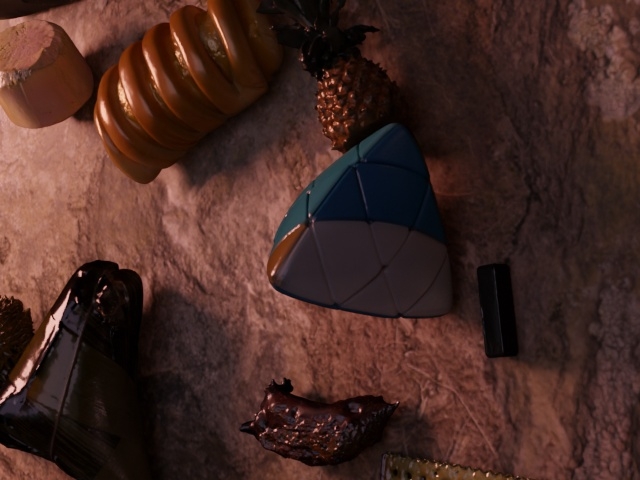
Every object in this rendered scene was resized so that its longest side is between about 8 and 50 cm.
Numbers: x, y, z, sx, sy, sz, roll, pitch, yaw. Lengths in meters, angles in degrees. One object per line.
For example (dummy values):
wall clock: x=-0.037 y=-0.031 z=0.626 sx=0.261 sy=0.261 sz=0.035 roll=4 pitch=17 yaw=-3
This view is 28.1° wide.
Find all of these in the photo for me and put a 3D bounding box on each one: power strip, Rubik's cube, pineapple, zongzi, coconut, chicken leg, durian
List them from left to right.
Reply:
durian: x=-0.513 y=0.206 z=1.956 sx=0.193 sy=0.138 sz=0.237 roll=-37 pitch=67 yaw=29
coconut: x=-0.416 y=-0.240 z=1.913 sx=0.147 sy=0.152 sz=0.147 roll=-10 pitch=52 yaw=13
zongzi: x=-0.274 y=0.218 z=1.807 sx=0.317 sy=0.154 sz=0.289 roll=35 pitch=101 yaw=6
chicken leg: x=-0.006 y=0.235 z=1.629 sx=0.234 sy=0.063 sz=0.105 roll=5 pitch=95 yaw=34
Rubik's cube: x=0.000 y=0.000 z=1.533 sx=0.254 sy=0.254 sz=0.254 roll=-3 pitch=85 yaw=36
pineapple: x=0.007 y=-0.237 z=1.612 sx=0.130 sy=0.119 sz=0.277 roll=-33 pitch=68 yaw=23
power strip: x=0.207 y=0.082 z=1.495 sx=0.029 sy=0.038 sz=0.111 roll=-11 pitch=79 yaw=36

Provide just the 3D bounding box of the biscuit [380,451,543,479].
biscuit: x=0.165 y=0.335 z=1.522 sx=0.231 sy=0.016 sz=0.139 roll=3 pitch=88 yaw=37

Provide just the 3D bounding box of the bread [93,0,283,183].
bread: x=-0.191 y=-0.225 z=1.758 sx=0.311 sy=0.121 sz=0.172 roll=-36 pitch=66 yaw=28

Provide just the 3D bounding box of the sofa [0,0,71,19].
sofa: x=-0.490 y=-0.443 z=1.929 sx=0.210 sy=0.225 sz=0.176 roll=-8 pitch=86 yaw=38
